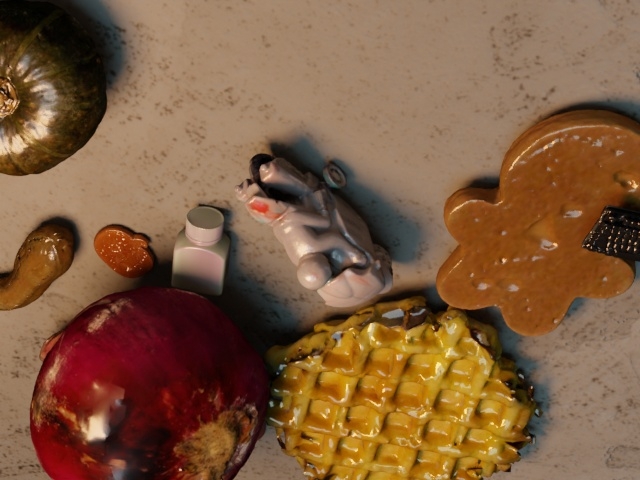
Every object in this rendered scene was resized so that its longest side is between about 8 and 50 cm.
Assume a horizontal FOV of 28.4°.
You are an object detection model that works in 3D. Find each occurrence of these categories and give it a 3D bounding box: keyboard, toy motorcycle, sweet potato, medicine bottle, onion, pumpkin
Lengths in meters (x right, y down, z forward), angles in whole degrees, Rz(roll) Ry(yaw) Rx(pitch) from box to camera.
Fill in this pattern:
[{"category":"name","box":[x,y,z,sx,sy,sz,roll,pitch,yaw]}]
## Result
[{"category":"keyboard","box":[0.446,0.006,1.609,0.231,0.023,0.072,10,129,-21]},{"category":"toy motorcycle","box":[0.000,0.000,1.636,0.260,0.171,0.110,40,122,-22]},{"category":"sweet potato","box":[-0.427,0.049,1.819,0.233,0.062,0.081,-33,100,33]},{"category":"medicine bottle","box":[-0.163,0.014,1.746,0.074,0.055,0.118,11,129,3]},{"category":"onion","box":[-0.274,0.209,1.780,0.385,0.348,0.347,26,139,39]},{"category":"pumpkin","box":[-0.371,-0.190,1.567,0.224,0.157,0.223,5,112,12]}]

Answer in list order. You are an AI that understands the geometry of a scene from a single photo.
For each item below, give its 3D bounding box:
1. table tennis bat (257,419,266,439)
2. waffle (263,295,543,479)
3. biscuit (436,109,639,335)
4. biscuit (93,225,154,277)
[{"category":"table tennis bat","box":[-0.129,0.299,1.985,0.087,0.013,0.156,6,126,3]},{"category":"waffle","box":[0.115,0.241,1.848,0.382,0.095,0.379,-21,121,21]},{"category":"biscuit","box":[0.299,-0.023,1.637,0.275,0.052,0.355,19,126,-10]},{"category":"biscuit","box":[-0.275,0.014,1.791,0.078,0.015,0.091,-28,118,25]}]
